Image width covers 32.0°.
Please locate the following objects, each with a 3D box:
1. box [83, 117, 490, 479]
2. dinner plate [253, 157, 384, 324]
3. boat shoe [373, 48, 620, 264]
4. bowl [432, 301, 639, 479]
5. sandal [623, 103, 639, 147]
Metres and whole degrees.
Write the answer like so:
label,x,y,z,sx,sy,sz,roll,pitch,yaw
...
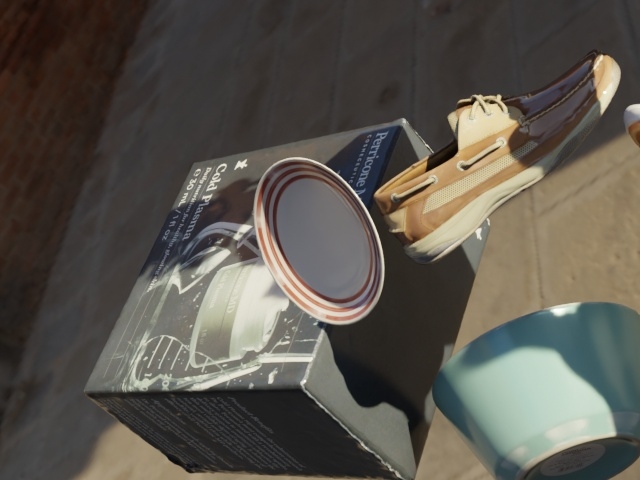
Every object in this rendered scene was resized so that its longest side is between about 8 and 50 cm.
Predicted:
label,x,y,z,sx,sy,sz,roll,pitch,yaw
box,-0.045,0.106,1.778,0.472,0.297,0.479,-7,50,39
dinner plate,0.000,0.000,0.886,0.017,0.141,0.141,-28,6,-41
boat shoe,0.197,-0.110,1.275,0.324,0.116,0.123,-42,9,10
bowl,0.322,0.235,1.505,0.311,0.312,0.163,-38,51,28
sandal,0.279,-0.030,0.799,0.102,0.265,0.076,8,83,40
